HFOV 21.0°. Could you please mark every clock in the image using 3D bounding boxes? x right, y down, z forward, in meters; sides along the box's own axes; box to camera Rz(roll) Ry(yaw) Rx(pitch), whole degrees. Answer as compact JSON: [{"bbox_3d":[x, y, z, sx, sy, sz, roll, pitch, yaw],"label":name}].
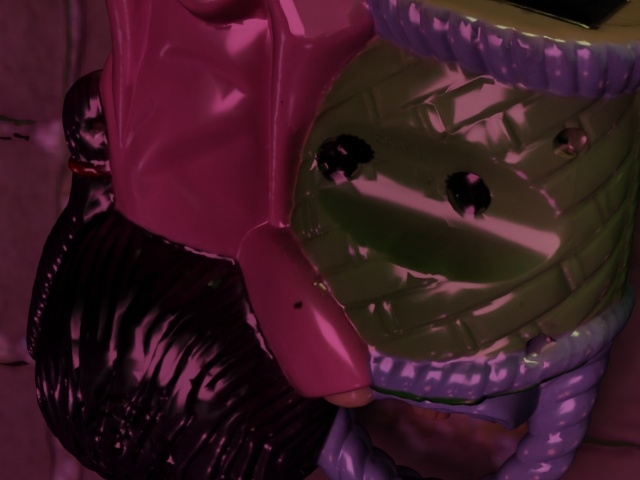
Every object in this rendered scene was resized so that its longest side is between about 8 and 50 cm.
[{"bbox_3d":[0.000,0.000,0.532,0.194,0.100,0.195,22,114,18],"label":"clock"}]
